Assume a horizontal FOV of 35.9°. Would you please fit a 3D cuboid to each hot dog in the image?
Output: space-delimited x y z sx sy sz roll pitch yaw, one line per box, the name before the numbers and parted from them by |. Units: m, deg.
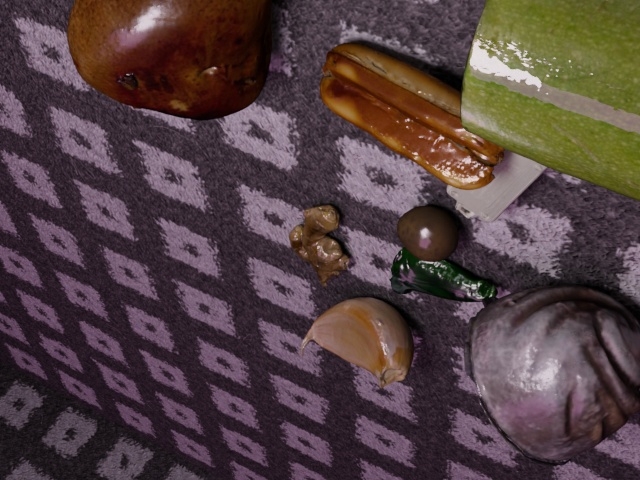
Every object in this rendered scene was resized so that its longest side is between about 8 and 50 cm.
hot dog | 0.131 -0.199 1.467 0.337 0.100 0.135 33 138 26

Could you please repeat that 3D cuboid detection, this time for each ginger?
ginger | 0.008 0.003 1.920 0.133 0.059 0.214 43 148 3

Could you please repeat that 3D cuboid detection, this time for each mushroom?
mushroom | -0.219 -0.333 1.490 0.345 0.345 0.260 94 156 -55

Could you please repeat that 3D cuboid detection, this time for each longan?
longan | 0.184 -0.011 1.695 0.113 0.092 0.113 24 160 10

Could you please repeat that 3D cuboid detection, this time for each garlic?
garlic | 0.084 0.197 2.008 0.245 0.164 0.145 16 161 38

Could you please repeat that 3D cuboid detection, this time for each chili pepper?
chili pepper | 0.222 0.071 1.800 0.216 0.062 0.108 10 141 33

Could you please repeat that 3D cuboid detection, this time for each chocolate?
chocolate | 0.406 0.190 1.588 0.303 0.303 0.213 43 132 -12

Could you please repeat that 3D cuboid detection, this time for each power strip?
power strip | 0.291 -0.131 1.462 0.098 0.058 0.338 36 149 0

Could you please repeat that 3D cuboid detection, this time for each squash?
squash | 0.382 -0.176 1.119 0.384 0.263 0.263 24 147 17
